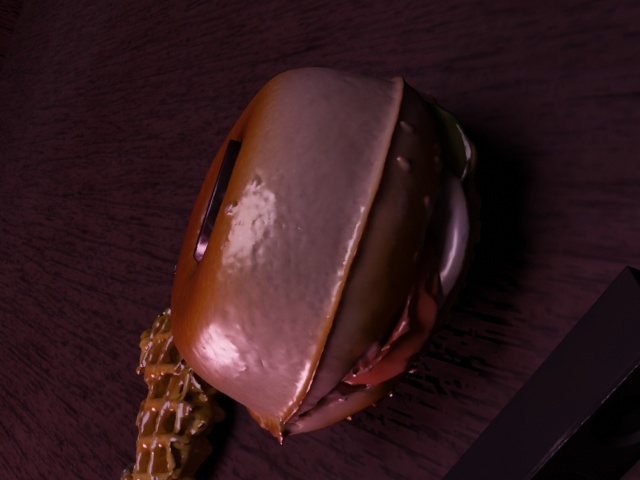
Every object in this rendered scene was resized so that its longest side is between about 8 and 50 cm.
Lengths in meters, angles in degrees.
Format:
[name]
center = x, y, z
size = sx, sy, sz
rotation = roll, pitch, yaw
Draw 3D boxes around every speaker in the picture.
[speaker]
center = 0.100, 0.098, 0.496
size = 0.191, 0.040, 0.046
rotation = -57, 28, 28

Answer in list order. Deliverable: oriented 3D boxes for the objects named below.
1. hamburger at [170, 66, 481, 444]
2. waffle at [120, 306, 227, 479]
[hamburger]
center = -0.002, 0.004, 0.643
size = 0.237, 0.147, 0.237
rotation = -159, 90, -77
[waffle]
center = -0.125, 0.134, 0.905
size = 0.149, 0.051, 0.194
rotation = -49, 34, 36
